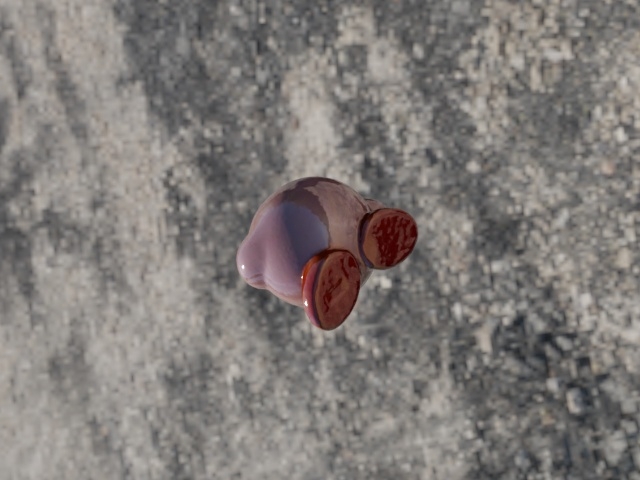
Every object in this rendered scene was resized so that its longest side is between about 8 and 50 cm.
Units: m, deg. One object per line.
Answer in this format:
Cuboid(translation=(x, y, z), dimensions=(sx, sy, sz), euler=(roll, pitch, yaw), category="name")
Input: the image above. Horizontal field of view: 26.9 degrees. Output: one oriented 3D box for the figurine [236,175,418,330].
Cuboid(translation=(0.000, 0.000, 0.685), dimensions=(0.071, 0.083, 0.067), euler=(15, 125, 49), category="figurine")
